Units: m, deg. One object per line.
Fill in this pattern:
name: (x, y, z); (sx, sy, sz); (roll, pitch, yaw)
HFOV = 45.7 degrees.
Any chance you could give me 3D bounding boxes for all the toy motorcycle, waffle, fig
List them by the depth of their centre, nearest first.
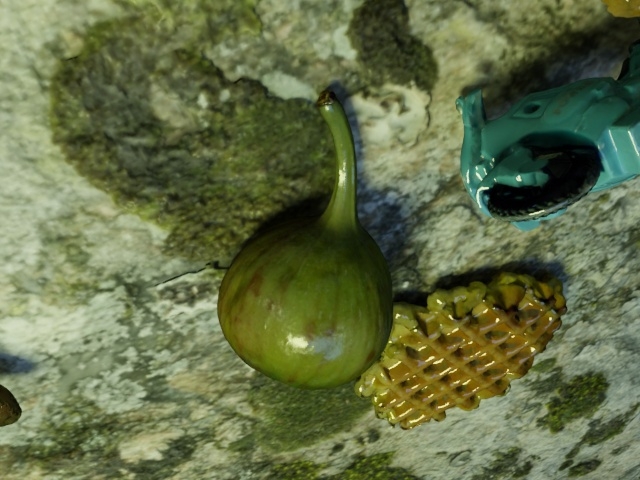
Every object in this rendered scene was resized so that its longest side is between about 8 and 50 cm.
toy motorcycle: (0.214, -0.095, 0.581); (0.272, 0.182, 0.123); (-32, 109, -11)
fig: (0.000, 0.000, 0.618); (0.149, 0.149, 0.245); (2, 111, -29)
waffle: (0.154, 0.126, 0.853); (0.243, 0.059, 0.238); (-9, 138, -16)

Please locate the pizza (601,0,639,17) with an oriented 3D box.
pizza: (0.279, -0.252, 0.526); (0.194, 0.069, 0.154); (-22, 138, -16)

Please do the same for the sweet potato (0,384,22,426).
sweet potato: (-0.389, 0.135, 0.545); (0.310, 0.098, 0.124); (-14, 158, -17)
